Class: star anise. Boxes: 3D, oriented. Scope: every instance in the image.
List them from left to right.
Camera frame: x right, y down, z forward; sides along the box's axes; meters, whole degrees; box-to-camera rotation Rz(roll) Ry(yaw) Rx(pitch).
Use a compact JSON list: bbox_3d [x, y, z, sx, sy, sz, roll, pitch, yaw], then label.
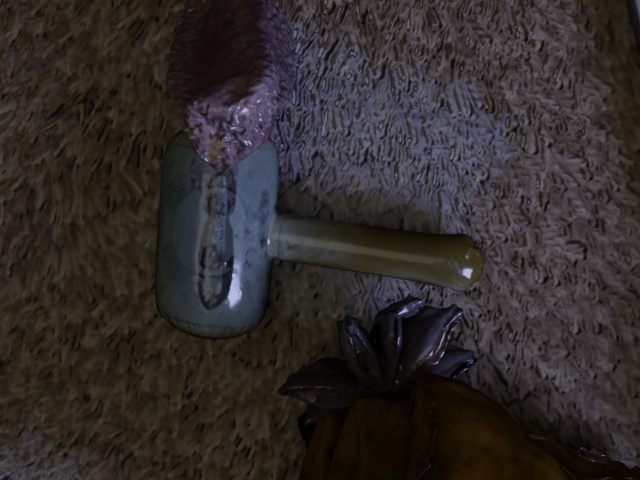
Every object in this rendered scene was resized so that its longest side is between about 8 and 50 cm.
[{"bbox_3d":[0.048,0.128,1.092,0.195,0.065,0.182,-1,126,-27],"label":"star anise"}]

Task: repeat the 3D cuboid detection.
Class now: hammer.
[{"bbox_3d":[0.000,0.000,1.100,0.305,0.113,0.202,6,100,4],"label":"hammer"}]

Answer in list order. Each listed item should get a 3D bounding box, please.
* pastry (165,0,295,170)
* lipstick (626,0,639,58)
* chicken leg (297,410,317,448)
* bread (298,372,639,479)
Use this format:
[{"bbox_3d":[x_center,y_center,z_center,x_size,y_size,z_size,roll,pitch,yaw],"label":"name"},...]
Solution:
[{"bbox_3d":[-0.079,-0.159,1.056,0.102,0.265,0.112,-19,133,11],"label":"pastry"},{"bbox_3d":[0.339,-0.094,1.041,0.079,0.076,0.372,-15,93,12],"label":"lipstick"},{"bbox_3d":[-0.001,0.275,1.151,0.089,0.048,0.219,13,98,5],"label":"chicken leg"},{"bbox_3d":[0.139,0.260,0.977,0.324,0.278,0.167,19,137,-7],"label":"bread"}]
